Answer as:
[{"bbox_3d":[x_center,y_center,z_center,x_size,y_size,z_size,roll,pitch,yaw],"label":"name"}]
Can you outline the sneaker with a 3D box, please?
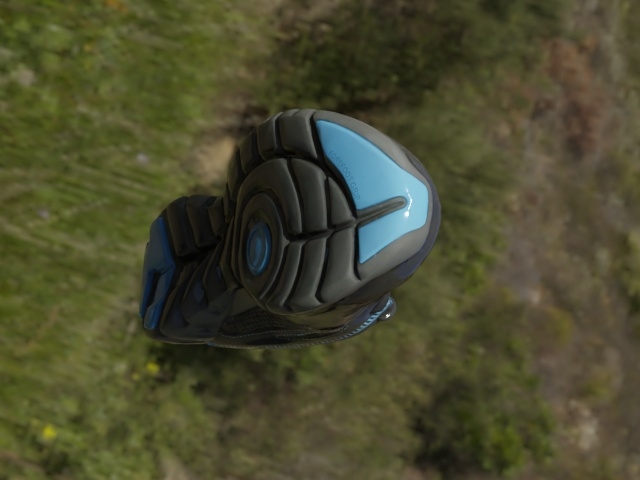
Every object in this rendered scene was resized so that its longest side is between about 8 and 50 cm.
[{"bbox_3d":[0.000,0.000,1.063,0.341,0.140,0.125,162,-67,-63],"label":"sneaker"}]
